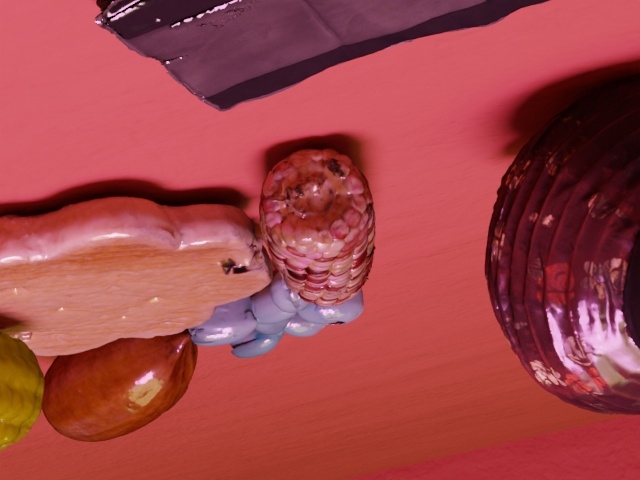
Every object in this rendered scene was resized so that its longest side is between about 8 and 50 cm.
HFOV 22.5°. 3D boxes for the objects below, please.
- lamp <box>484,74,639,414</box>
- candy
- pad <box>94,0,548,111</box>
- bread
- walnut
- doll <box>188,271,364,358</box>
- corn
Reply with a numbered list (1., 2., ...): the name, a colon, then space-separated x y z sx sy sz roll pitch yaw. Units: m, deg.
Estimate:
1. lamp: 0.222 0.004 1.119 0.247 0.247 0.247 -9 164 -3
2. candy: -0.292 0.096 1.187 0.096 0.097 0.209 -17 156 23
3. pad: 0.014 -0.129 0.874 0.233 0.022 0.174 -15 163 15
4. bread: -0.184 0.030 1.251 0.316 0.054 0.316 -9 164 -3
5. walnut: -0.186 0.125 1.509 0.116 0.116 0.207 5 151 -43
6. doll: -0.037 0.059 1.441 0.158 0.059 0.159 -12 163 13
7. corn: 0.000 0.000 1.207 0.086 0.086 0.253 -10 166 -1
